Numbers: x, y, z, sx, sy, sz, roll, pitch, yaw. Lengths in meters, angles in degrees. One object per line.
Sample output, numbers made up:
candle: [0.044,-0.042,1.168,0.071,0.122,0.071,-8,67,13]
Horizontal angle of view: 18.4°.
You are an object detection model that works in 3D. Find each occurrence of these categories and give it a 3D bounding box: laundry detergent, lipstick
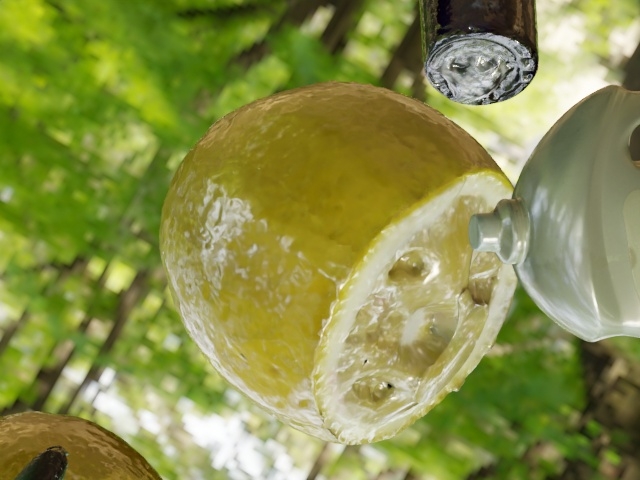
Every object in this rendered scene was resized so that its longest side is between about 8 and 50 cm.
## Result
laundry detergent: [0.222,-0.013,1.307,0.253,0.181,0.091,-1,-167,-13]
lipstick: [0.101,-0.218,1.318,0.081,0.081,0.299,30,-138,-31]

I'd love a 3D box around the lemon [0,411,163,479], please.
lemon: [-0.218,0.251,1.387,0.240,0.240,0.219,30,-153,11]

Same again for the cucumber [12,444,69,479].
cucumber: [-0.202,0.202,1.166,0.036,0.184,0.033,29,178,-3]

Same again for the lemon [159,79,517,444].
lemon: [0.000,0.000,1.961,0.364,0.364,0.364,30,180,0]
